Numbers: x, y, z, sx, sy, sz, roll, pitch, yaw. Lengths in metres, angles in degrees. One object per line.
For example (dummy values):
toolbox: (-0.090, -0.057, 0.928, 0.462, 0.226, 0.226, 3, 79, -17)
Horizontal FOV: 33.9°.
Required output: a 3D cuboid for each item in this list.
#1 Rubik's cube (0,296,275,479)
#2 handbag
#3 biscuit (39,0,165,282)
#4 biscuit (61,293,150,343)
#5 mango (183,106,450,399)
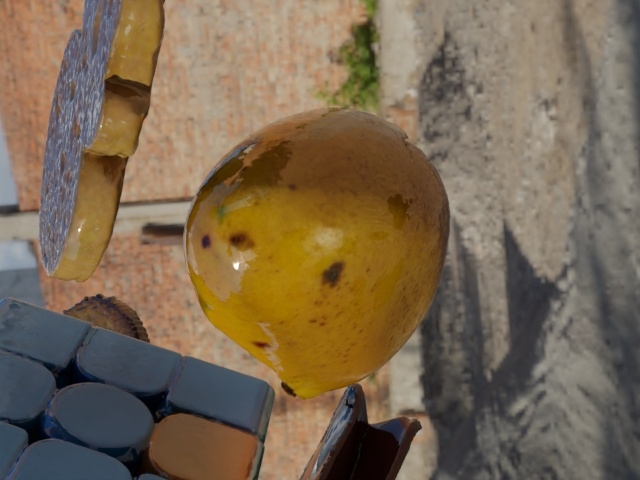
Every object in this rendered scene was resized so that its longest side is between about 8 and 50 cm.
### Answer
Rubik's cube: (-0.233, 0.272, 0.972, 0.290, 0.291, 0.291, -79, 10, -65)
handbag: (-0.019, 0.301, 1.000, 0.275, 0.084, 0.260, -61, -1, 41)
biscuit: (-0.158, -0.094, 0.748, 0.202, 0.044, 0.289, -104, 33, -42)
biscuit: (-0.299, 0.219, 1.350, 0.305, 0.038, 0.305, -16, 68, 44)
mango: (0.000, 0.000, 0.726, 0.160, 0.191, 0.290, 39, -179, 18)
